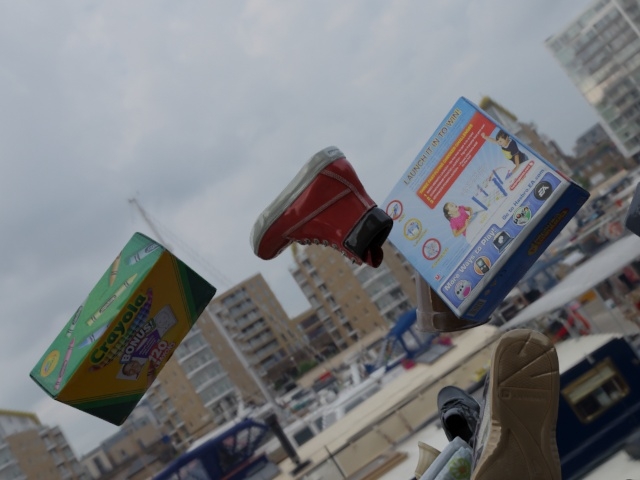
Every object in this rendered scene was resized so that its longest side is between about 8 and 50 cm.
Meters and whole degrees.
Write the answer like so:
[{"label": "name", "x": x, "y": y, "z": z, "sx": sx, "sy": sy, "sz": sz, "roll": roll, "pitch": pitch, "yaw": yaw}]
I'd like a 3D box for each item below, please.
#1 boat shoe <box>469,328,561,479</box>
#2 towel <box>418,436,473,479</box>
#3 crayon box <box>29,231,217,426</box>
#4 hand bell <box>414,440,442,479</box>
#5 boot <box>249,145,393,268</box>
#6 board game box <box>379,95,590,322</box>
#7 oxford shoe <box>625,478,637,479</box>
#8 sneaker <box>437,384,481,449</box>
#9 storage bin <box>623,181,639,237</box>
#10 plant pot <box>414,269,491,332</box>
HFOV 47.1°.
[{"label": "boat shoe", "x": 0.231, "y": 0.249, "z": 0.871, "sx": 0.103, "sy": 0.285, "sz": 0.092, "roll": 4, "pitch": -8, "yaw": 14}, {"label": "towel", "x": 0.264, "y": 0.626, "z": 1.474, "sx": 0.374, "sy": 0.320, "sz": 0.090, "roll": -49, "pitch": 20, "yaw": -13}, {"label": "crayon box", "x": -0.311, "y": 0.145, "z": 1.187, "sx": 0.278, "sy": 0.081, "sz": 0.165, "roll": -55, "pitch": -35, "yaw": -11}, {"label": "hand bell", "x": 0.256, "y": 0.666, "z": 1.930, "sx": 0.242, "sy": 0.126, "sz": 0.126, "roll": -57, "pitch": -2, "yaw": -16}, {"label": "boot", "x": 0.000, "y": 0.000, "z": 1.106, "sx": 0.088, "sy": 0.176, "sz": 0.244, "roll": -25, "pitch": -16, "yaw": -47}, {"label": "board game box", "x": 0.284, "y": -0.060, "z": 1.375, "sx": 0.086, "sy": 0.302, "sz": 0.308, "roll": 16, "pitch": -63, "yaw": -45}, {"label": "oxford shoe", "x": 0.584, "y": 0.367, "z": 1.069, "sx": 0.271, "sy": 0.098, "sz": 0.097, "roll": -19, "pitch": -20, "yaw": 20}, {"label": "sneaker", "x": 0.330, "y": 0.418, "z": 1.719, "sx": 0.107, "sy": 0.124, "sz": 0.283, "roll": -30, "pitch": 30, "yaw": 7}, {"label": "storage bin", "x": 0.667, "y": -0.070, "z": 1.471, "sx": 0.091, "sy": 0.098, "sz": 0.135, "roll": -9, "pitch": -56, "yaw": -25}, {"label": "plant pot", "x": 0.277, "y": 0.100, "z": 1.596, "sx": 0.167, "sy": 0.165, "sz": 0.167, "roll": -9, "pitch": 5, "yaw": 1}]
